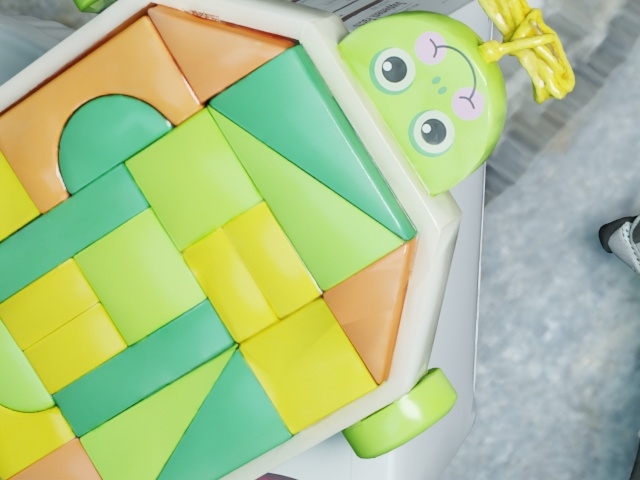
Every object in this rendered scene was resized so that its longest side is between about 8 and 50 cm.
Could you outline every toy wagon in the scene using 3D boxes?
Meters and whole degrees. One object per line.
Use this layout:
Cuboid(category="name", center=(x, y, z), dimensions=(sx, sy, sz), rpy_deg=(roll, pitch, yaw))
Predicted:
Cuboid(category="toy wagon", center=(-0.045, -0.013, 0.911), dimensions=(0.344, 0.068, 0.267), rpy_deg=(-32, 91, 23))

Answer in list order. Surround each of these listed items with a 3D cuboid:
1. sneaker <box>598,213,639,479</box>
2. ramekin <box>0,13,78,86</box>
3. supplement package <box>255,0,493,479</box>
Cuboid(category="sneaker", center=(0.194, 0.052, 1.075), dimensions=(0.132, 0.086, 0.229), rpy_deg=(35, 101, 11))
Cuboid(category="ramekin", center=(-0.189, -0.008, 1.145), dimensions=(0.272, 0.127, 0.273), rpy_deg=(4, 104, 16))
Cuboid(category="supplement package", center=(0.000, 0.000, 1.048), dimensions=(0.145, 0.204, 0.262), rpy_deg=(5, 105, 16))
